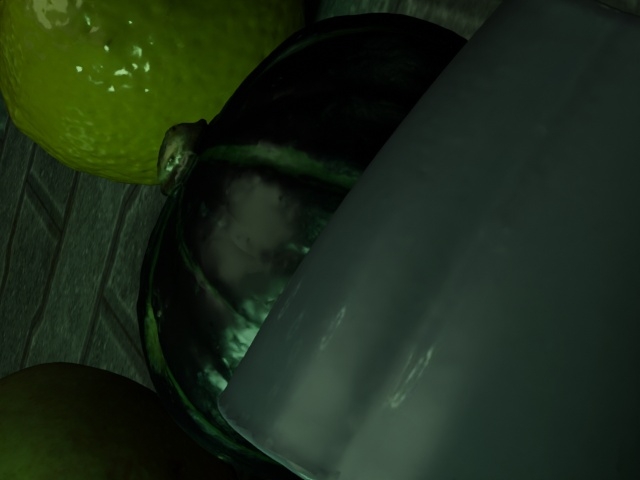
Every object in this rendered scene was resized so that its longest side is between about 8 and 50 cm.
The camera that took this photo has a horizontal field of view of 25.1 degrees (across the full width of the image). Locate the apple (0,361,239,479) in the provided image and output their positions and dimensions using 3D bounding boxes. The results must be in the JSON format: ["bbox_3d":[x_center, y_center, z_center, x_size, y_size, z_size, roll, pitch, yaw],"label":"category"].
[{"bbox_3d":[-0.211,0.256,1.239,0.319,0.319,0.277,-18,49,64],"label":"apple"}]

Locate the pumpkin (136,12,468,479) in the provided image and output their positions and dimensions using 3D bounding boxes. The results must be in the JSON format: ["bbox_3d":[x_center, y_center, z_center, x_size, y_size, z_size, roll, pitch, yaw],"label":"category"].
[{"bbox_3d":[0.000,0.000,0.921,0.315,0.238,0.315,-60,10,18],"label":"pumpkin"}]

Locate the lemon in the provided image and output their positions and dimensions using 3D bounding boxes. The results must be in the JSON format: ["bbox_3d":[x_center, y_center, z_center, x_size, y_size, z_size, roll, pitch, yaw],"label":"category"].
[{"bbox_3d":[-0.166,-0.210,1.376,0.336,0.336,0.336,-168,90,-67],"label":"lemon"}]

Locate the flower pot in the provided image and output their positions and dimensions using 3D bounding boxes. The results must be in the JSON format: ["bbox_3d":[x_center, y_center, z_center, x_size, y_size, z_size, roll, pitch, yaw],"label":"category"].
[{"bbox_3d":[0.122,0.028,0.675,0.243,0.265,0.265,-62,24,2],"label":"flower pot"}]
